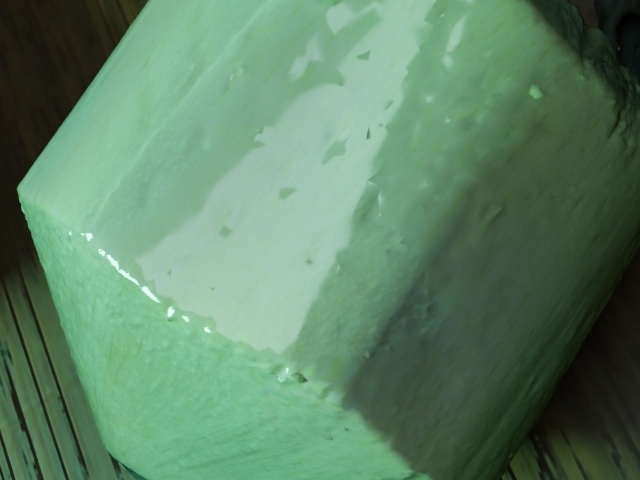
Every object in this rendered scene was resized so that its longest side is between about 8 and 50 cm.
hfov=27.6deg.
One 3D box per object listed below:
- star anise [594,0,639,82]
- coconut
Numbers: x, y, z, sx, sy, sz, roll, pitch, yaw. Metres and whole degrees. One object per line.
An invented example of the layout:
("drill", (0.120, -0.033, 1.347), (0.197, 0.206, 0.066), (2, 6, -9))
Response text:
("star anise", (0.210, -0.211, 0.579), (0.331, 0.117, 0.332), (-4, 78, 18))
("coconut", (0.000, 0.000, 0.537), (0.239, 0.239, 0.244), (36, 90, 26))
